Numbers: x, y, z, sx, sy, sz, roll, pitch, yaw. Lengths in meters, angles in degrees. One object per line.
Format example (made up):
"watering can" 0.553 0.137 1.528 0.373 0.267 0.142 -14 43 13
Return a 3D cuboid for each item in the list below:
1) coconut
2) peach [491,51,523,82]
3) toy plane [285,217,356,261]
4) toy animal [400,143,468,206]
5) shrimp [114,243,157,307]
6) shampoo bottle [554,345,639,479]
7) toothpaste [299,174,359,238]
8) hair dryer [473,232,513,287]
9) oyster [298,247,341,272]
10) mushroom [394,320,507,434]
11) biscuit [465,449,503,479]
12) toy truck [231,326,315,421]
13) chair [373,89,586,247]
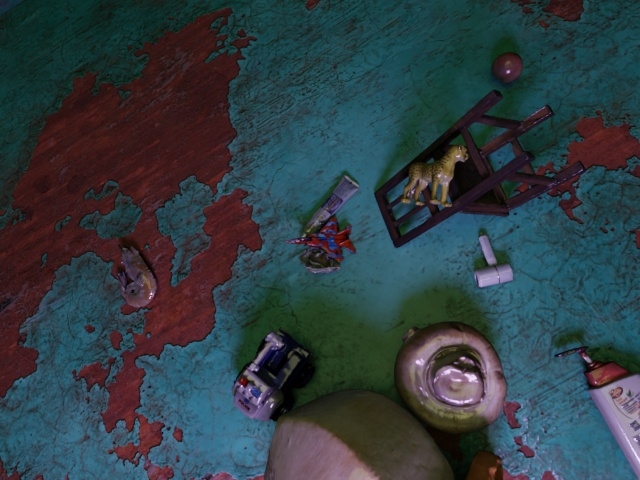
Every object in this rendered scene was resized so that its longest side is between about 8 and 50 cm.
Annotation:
"coconut" 0.053 0.492 0.808 0.415 0.415 0.344 36 117 20
"peach" 0.520 -0.483 1.170 0.083 0.083 0.083 -4 73 12
"toy plane" 0.000 0.001 1.144 0.189 0.061 0.130 -5 71 -7
"toy animal" 0.253 -0.149 0.981 0.073 0.181 0.136 9 92 -23
"shrimp" -0.573 0.104 1.271 0.126 0.047 0.223 -42 70 9
"shampoo bottle" 0.643 0.343 0.901 0.153 0.071 0.284 -36 67 3
"toothpaste" 0.019 -0.086 1.193 0.060 0.038 0.233 38 82 17
"hair dryer" 0.419 0.045 1.057 0.082 0.047 0.137 -14 65 10
"oyster" -0.006 0.058 1.162 0.098 0.037 0.100 -18 47 -13
"mushroom" 0.283 0.299 0.941 0.255 0.184 0.254 -1 88 13
"biscuit" 0.249 0.582 0.740 0.078 0.455 0.349 18 116 30
"toy truck" -0.126 0.329 1.026 0.161 0.177 0.213 33 83 19
"chair" 0.373 -0.148 1.064 0.241 0.416 0.203 -4 67 -35
